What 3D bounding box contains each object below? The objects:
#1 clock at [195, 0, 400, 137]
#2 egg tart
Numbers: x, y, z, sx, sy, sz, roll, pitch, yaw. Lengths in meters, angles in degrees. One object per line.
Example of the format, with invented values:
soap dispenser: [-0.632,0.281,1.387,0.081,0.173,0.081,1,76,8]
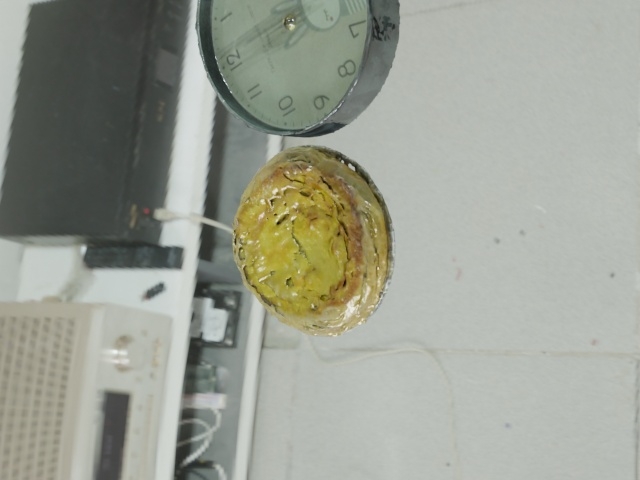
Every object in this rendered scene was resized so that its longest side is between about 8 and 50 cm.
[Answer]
clock: [-0.028,-0.200,0.954,0.215,0.042,0.214,8,103,37]
egg tart: [0.000,0.000,1.246,0.234,0.094,0.234,9,105,37]
